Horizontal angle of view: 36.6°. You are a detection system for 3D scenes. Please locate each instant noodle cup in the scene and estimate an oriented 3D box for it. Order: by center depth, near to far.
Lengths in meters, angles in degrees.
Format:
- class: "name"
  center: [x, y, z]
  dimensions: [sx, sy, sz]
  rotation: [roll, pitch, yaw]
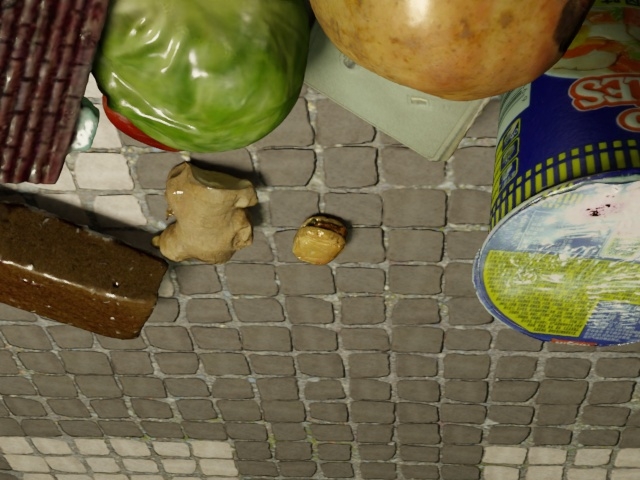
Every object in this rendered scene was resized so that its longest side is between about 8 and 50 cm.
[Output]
- class: "instant noodle cup"
  center: [0.290, -0.094, 0.987]
  dimensions: [0.284, 0.312, 0.284]
  rotation: [3, 143, 2]

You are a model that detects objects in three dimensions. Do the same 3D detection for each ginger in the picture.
- class: "ginger"
  center: [-0.158, -0.021, 1.323]
  dimensions: [0.137, 0.074, 0.213]
  rotation: [26, 137, 1]

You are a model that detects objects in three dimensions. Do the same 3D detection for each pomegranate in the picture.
- class: "pomegranate"
  center: [0.113, -0.261, 0.834]
  dimensions: [0.281, 0.281, 0.281]
  rotation: [3, 142, 2]

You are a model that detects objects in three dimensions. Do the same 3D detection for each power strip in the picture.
- class: "power strip"
  center: [0.090, -0.203, 1.058]
  dimensions: [0.213, 0.064, 0.198]
  rotation: [31, 146, 0]

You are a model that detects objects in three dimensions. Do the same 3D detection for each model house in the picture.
- class: "model house"
  center: [-0.306, -0.213, 0.884]
  dimensions: [0.248, 0.230, 0.281]
  rotation: [13, 117, -22]

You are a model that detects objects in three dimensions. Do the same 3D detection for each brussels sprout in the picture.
- class: "brussels sprout"
  center: [-0.130, -0.203, 0.984]
  dimensions: [0.244, 0.244, 0.244]
  rotation: [3, 142, 2]

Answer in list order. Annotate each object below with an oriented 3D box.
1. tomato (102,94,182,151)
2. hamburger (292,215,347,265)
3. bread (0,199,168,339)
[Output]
- class: "tomato"
  center: [-0.185, -0.154, 1.142]
  dimensions: [0.159, 0.091, 0.139]
  rotation: [-27, 132, 36]
- class: "hamburger"
  center: [0.000, 0.000, 1.356]
  dimensions: [0.076, 0.044, 0.083]
  rotation: [20, 138, -16]
- class: "bread"
  center: [-0.424, 0.018, 1.348]
  dimensions: [0.416, 0.113, 0.165]
  rotation: [21, 150, -16]
